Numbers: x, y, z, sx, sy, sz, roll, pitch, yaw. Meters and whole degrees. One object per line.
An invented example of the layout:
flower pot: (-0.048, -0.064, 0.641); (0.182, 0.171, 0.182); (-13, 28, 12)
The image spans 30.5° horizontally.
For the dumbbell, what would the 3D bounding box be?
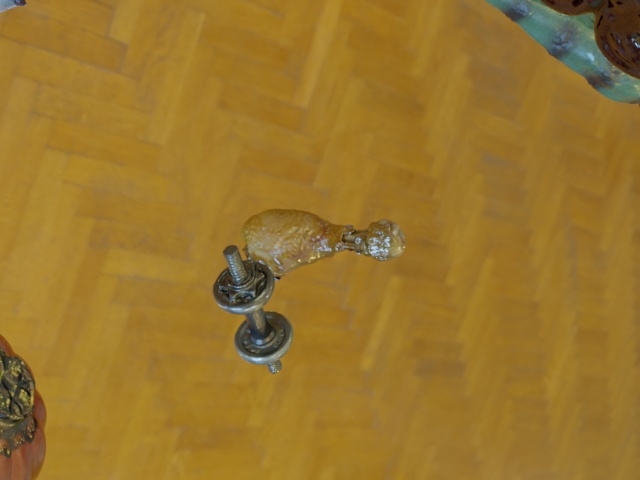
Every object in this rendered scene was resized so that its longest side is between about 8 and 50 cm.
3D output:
dumbbell: (-0.084, 0.092, 1.497); (0.081, 0.081, 0.254); (-46, 146, -24)

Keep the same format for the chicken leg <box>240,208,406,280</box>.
chicken leg: (-0.001, -0.001, 1.628); (0.087, 0.251, 0.107); (57, 39, -49)

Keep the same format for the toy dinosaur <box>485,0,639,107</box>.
toy dinosaur: (0.215, -0.163, 0.830); (0.292, 0.079, 0.120); (23, 110, -28)

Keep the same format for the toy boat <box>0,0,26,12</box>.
toy boat: (-0.378, -0.345, 1.464); (0.072, 0.318, 0.219); (25, 46, -31)

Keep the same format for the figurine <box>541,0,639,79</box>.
figurine: (0.253, -0.238, 0.612); (0.370, 0.281, 0.167); (-45, 174, -18)

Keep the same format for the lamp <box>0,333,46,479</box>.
lamp: (-0.357, 0.170, 1.095); (0.196, 0.223, 0.223); (-29, 151, 24)
